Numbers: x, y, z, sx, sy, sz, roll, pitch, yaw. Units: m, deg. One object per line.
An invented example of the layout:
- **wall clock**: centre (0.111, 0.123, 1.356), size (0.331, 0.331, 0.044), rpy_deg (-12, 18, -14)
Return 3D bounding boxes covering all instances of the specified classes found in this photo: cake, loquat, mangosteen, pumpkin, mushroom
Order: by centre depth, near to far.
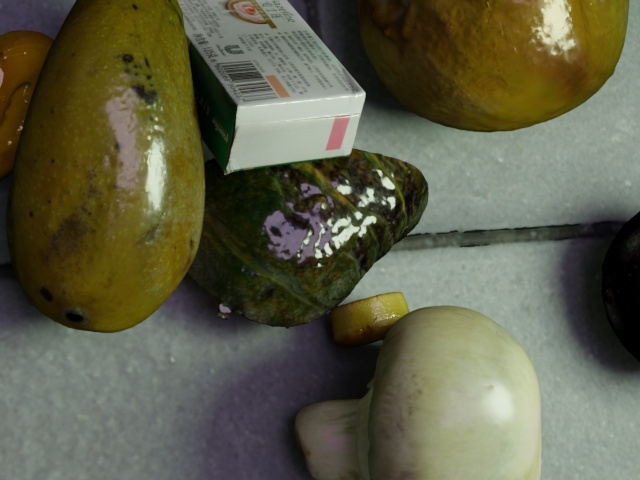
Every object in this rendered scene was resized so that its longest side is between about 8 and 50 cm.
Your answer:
- **mushroom**: centre (0.094, 0.179, 1.230), size (0.254, 0.234, 0.260), rpy_deg (-63, 151, -59)
- **pumpkin**: centre (0.004, -0.001, 1.239), size (0.279, 0.111, 0.163), rpy_deg (9, 59, -25)
- **cake**: centre (0.051, 0.080, 1.286), size (0.084, 0.084, 0.044), rpy_deg (-11, 83, -28)
- **loquat**: centre (0.176, -0.247, 1.324), size (0.284, 0.276, 0.276), rpy_deg (-23, 91, -47)
- **mangosteen**: centre (0.429, 0.047, 1.434), size (0.250, 0.211, 0.211), rpy_deg (-7, 82, -59)

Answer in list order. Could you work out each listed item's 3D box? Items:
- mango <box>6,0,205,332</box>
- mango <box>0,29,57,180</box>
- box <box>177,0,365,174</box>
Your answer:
- **mango**: centre (-0.178, -0.083, 1.133), size (0.176, 0.176, 0.329), rpy_deg (10, 94, -20)
- **mango**: centre (-0.287, -0.117, 1.159), size (0.101, 0.066, 0.187), rpy_deg (48, 60, -41)
- **box**: centre (-0.064, -0.157, 1.220), size (0.135, 0.081, 0.199), rpy_deg (-8, 46, -28)
